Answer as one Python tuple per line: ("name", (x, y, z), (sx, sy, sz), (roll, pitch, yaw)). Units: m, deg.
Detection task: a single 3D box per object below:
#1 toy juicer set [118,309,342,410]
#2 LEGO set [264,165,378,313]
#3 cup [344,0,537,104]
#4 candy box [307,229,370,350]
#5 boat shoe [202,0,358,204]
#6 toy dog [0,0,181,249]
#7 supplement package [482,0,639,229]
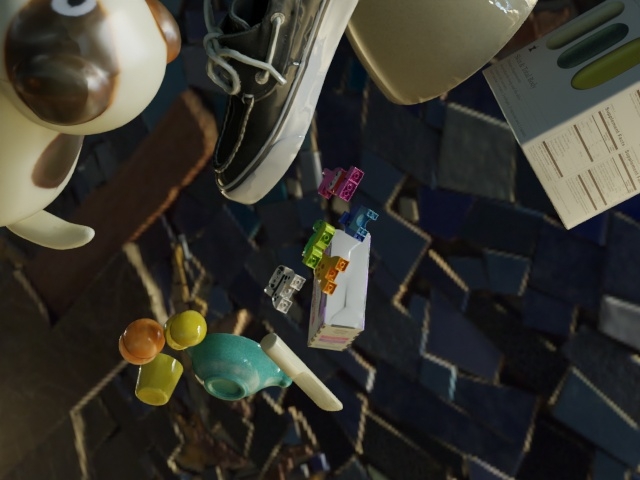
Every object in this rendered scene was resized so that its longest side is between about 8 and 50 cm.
("toy juicer set", (-0.139, 0.162, 1.425), (0.328, 0.209, 0.090), (1, 49, 14))
("LEGO set", (0.000, 0.000, 1.413), (0.087, 0.227, 0.093), (29, 1, -35))
("cup", (0.140, -0.406, 1.456), (0.331, 0.237, 0.331), (-36, 31, 26))
("candy box", (0.030, 0.090, 1.659), (0.070, 0.165, 0.196), (7, -18, -6))
("boat shoe", (-0.047, -0.169, 0.821), (0.104, 0.306, 0.113), (11, 36, -26))
("toy dog", (-0.362, -0.179, 1.150), (0.407, 0.396, 0.284), (-24, 8, 40))
("supplement package", (0.413, -0.195, 1.406), (0.262, 0.198, 0.199), (-28, 40, 14))
